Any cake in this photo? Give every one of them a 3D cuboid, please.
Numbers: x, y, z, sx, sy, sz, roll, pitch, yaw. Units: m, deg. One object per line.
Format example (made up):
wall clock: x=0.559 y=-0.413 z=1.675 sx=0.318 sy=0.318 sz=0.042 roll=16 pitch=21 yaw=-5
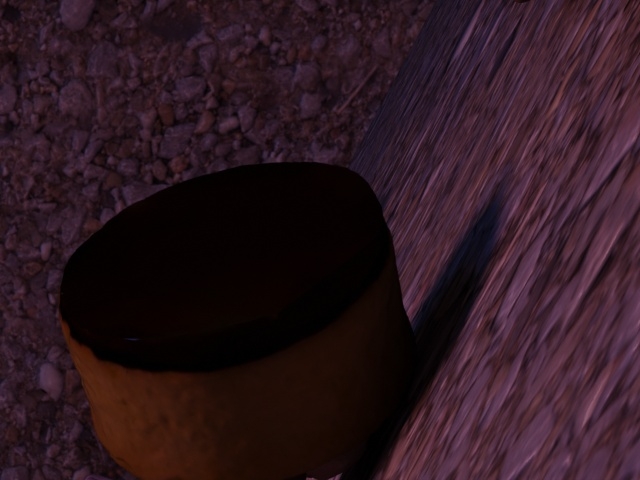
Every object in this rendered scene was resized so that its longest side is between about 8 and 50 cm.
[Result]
cake: x=-0.036 y=0.073 z=1.001 sx=0.208 sy=0.185 sz=0.178 roll=-127 pitch=19 yaw=-64

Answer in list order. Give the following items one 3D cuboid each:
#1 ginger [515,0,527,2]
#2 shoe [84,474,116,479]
ginger: x=0.165 y=-0.296 z=1.109 sx=0.304 sy=0.155 sz=0.244 roll=-55 pitch=-5 yaw=-6
shoe: x=-0.164 y=0.286 z=1.503 sx=0.245 sy=0.137 sz=0.095 roll=-60 pitch=-1 yaw=41
